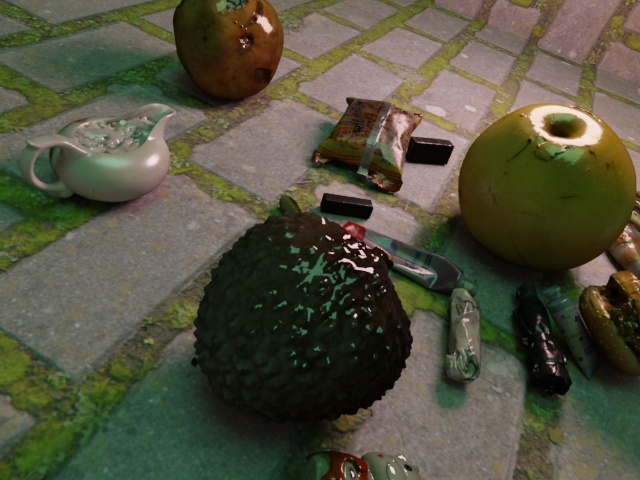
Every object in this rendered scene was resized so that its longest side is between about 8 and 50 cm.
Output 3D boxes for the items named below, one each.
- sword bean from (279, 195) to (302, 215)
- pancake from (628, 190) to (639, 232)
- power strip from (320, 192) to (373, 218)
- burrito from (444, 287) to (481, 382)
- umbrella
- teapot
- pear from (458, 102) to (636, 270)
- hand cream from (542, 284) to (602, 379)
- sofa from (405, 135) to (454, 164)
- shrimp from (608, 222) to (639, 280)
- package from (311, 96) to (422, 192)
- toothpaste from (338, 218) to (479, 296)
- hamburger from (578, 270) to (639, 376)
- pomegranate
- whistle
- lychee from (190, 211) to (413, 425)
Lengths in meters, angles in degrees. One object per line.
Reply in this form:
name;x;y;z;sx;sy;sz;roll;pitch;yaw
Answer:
sword bean;-0.001;0.000;0.940;0.043;0.038;0.269;-14;50;-40
pancake;0.890;-0.080;1.352;0.427;0.066;0.305;25;34;9
power strip;0.055;-0.074;1.040;0.111;0.037;0.029;9;41;-12
burrito;0.247;0.158;0.840;0.064;0.064;0.203;22;40;3
umbrella;0.395;0.168;0.887;0.066;0.059;0.235;32;36;-15
teapot;-0.390;-0.158;0.893;0.204;0.139;0.298;34;42;13
pear;0.463;-0.107;1.022;0.349;0.348;0.348;10;42;-9
hand cream;0.459;0.163;0.891;0.065;0.043;0.170;-26;88;-37
sofa;0.286;-0.236;1.285;0.118;0.060;0.039;2;36;-18
shrimp;0.798;0.057;1.146;0.287;0.068;0.185;27;46;8
package;0.123;-0.262;1.207;0.224;0.108;0.288;17;51;7
toothpaste;0.165;0.031;0.962;0.301;0.048;0.075;27;46;13
hamburger;0.544;0.147;0.882;0.181;0.118;0.190;56;25;-25
pomegranate;-0.233;-0.498;1.230;0.282;0.281;0.281;10;42;-9
whistle;0.026;0.301;0.575;0.254;0.105;0.102;3;2;-16
lychee;-0.019;0.106;0.650;0.301;0.299;0.299;10;42;-9
